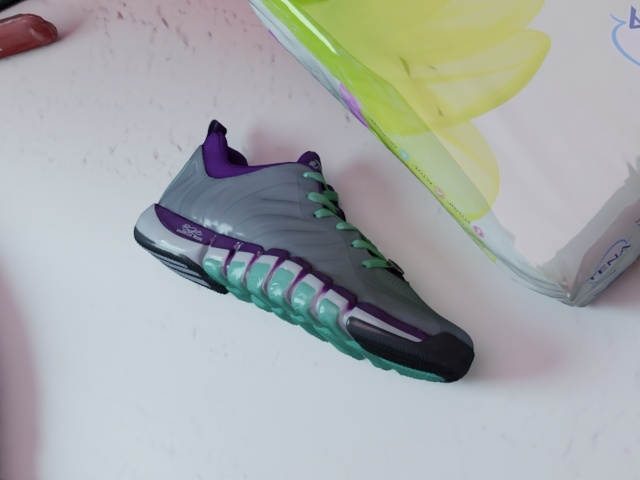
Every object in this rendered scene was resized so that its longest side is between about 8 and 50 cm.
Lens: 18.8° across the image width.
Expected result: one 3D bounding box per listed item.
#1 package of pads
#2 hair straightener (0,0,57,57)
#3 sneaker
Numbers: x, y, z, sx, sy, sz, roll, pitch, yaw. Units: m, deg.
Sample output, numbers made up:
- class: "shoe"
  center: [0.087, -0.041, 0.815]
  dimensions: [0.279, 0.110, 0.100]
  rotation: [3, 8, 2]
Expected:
- class: "package of pads"
  center: [0.109, -0.135, 1.058]
  dimensions: [0.229, 0.101, 0.296]
  rotation: [-46, 74, 4]
- class: "hair straightener"
  center: [-0.281, -0.141, 1.268]
  dimensions: [0.230, 0.047, 0.089]
  rotation: [-17, 69, 20]
- class: "sneaker"
  center: [0.000, 0.000, 1.095]
  dimensions: [0.223, 0.083, 0.098]
  rotation: [24, 79, 26]
